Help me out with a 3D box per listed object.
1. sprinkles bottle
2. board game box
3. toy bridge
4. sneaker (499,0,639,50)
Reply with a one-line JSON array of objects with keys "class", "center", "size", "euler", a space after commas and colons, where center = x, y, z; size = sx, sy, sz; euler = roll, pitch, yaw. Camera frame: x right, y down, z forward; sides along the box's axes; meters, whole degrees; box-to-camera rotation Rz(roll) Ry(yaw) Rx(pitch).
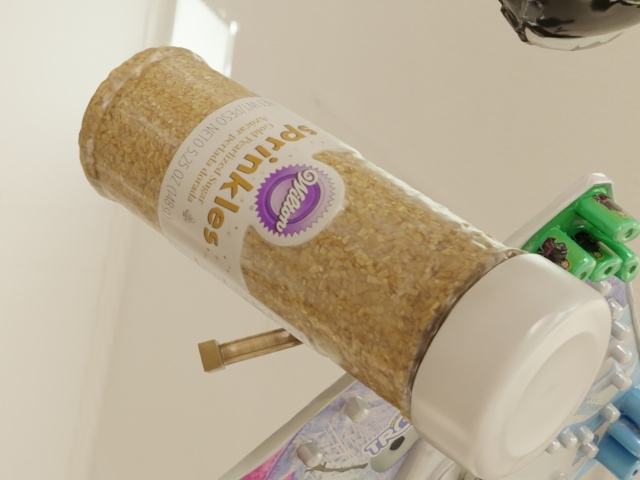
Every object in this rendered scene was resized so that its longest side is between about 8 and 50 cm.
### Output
[{"class": "sprinkles bottle", "center": [0.000, 0.000, 0.733], "size": [0.355, 0.121, 0.121], "euler": [33, -60, 33]}, {"class": "board game box", "center": [0.110, 0.185, 0.919], "size": [0.050, 0.390, 0.390], "euler": [46, -9, 37]}, {"class": "toy bridge", "center": [-0.006, 0.070, 0.983], "size": [0.063, 0.188, 0.026], "euler": [79, -7, -80]}, {"class": "sneaker", "center": [0.174, -0.163, 0.466], "size": [0.124, 0.283, 0.107], "euler": [-11, -74, 51]}]
